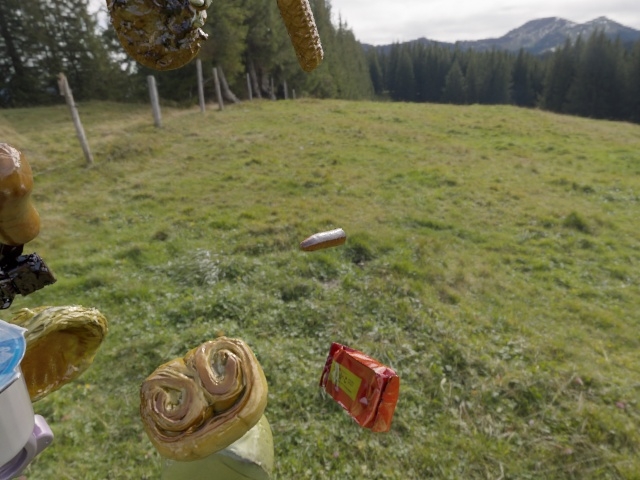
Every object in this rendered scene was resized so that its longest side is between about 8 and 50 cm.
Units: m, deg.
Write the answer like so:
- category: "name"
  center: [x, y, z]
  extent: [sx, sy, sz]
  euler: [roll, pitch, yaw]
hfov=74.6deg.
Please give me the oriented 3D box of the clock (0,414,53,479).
- category: "clock"
  center: [-1.004, 0.638, 1.245]
  extent: [0.295, 0.322, 0.113]
  euler: [-40, 64, -23]

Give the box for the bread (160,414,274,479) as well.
- category: "bread"
  center: [-0.290, 0.616, 1.225]
  extent: [0.320, 0.320, 0.237]
  euler: [-4, 16, -5]

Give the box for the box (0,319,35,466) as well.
- category: "box"
  center: [-0.671, 0.313, 0.755]
  extent: [0.291, 0.206, 0.262]
  euler: [-14, 32, -25]

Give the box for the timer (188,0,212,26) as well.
- category: "timer"
  center: [-0.278, -0.665, 0.993]
  extent: [0.175, 0.266, 0.175]
  euler: [8, 4, -1]

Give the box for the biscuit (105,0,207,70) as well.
- category: "biscuit"
  center: [-0.511, -0.713, 1.314]
  extent: [0.289, 0.334, 0.081]
  euler: [-22, 29, -6]

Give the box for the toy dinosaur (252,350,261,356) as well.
- category: "toy dinosaur"
  center: [-0.251, 0.438, 1.608]
  extent: [0.083, 0.021, 0.062]
  euler: [-37, 16, 12]

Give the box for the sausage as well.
- category: "sausage"
  center: [-0.562, -0.076, 0.746]
  extent: [0.109, 0.109, 0.270]
  euler: [-19, -11, -38]

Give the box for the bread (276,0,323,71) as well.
- category: "bread"
  center: [-0.033, -0.356, 0.704]
  extent: [0.044, 0.157, 0.052]
  euler: [17, 67, 24]

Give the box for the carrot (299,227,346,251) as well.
- category: "carrot"
  center: [0.000, 0.000, 1.034]
  extent: [0.139, 0.048, 0.048]
  euler: [-12, 22, -42]

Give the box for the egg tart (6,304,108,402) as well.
- category: "egg tart"
  center: [-0.867, 0.334, 1.308]
  extent: [0.169, 0.388, 0.388]
  euler: [34, 36, 23]

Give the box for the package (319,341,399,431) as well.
- category: "package"
  center: [0.133, 0.499, 1.474]
  extent: [0.123, 0.196, 0.423]
  euler: [20, -7, -21]

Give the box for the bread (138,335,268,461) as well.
- category: "bread"
  center: [-0.222, 0.307, 0.821]
  extent: [0.236, 0.120, 0.198]
  euler: [-25, 67, -17]

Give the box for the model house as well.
- category: "model house"
  center: [-0.839, 0.068, 1.138]
  extent: [0.164, 0.203, 0.141]
  euler: [-13, 26, 27]
